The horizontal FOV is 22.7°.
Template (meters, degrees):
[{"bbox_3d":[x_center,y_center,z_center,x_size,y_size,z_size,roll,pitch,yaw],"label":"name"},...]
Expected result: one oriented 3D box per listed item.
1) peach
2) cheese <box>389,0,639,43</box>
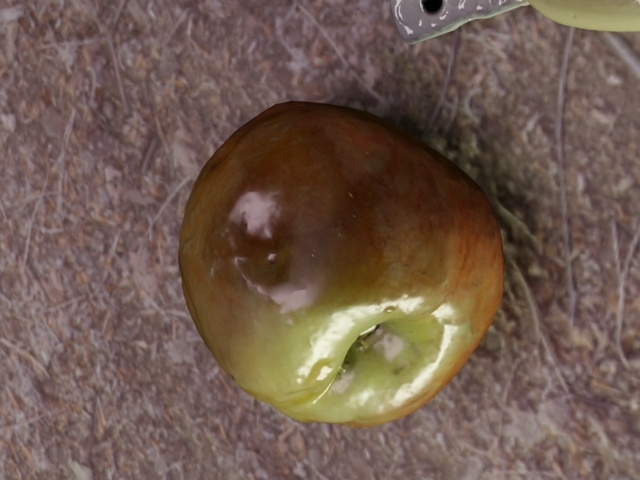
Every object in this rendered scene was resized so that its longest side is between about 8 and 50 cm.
[{"bbox_3d":[0.000,0.000,1.049,0.235,0.214,0.214,55,133,41],"label":"peach"},{"bbox_3d":[0.137,-0.175,0.988,0.235,0.050,0.127,-13,96,39],"label":"cheese"}]
